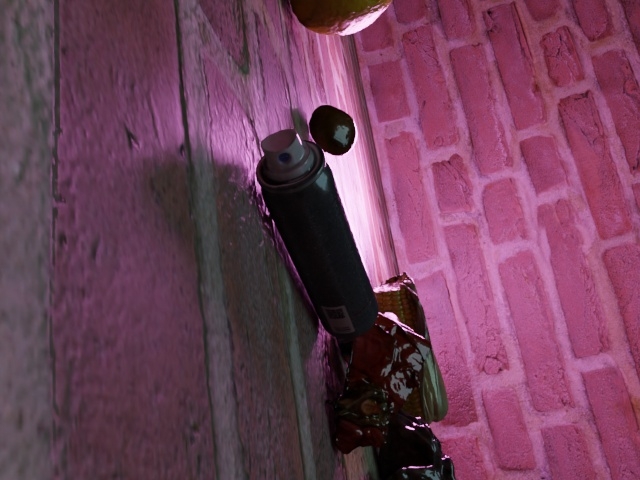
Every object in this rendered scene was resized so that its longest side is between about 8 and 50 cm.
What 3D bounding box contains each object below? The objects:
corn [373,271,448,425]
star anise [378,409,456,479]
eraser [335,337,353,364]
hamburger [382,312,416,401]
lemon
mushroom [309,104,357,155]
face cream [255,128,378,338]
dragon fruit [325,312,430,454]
[{"bbox_3d":[0.176,0.219,1.281,0.123,0.122,0.306,-3,79,-67],"label":"corn"},{"bbox_3d":[0.163,0.412,0.984,0.331,0.117,0.332,-17,90,-81],"label":"star anise"},{"bbox_3d":[0.041,0.148,0.864,0.099,0.027,0.019,68,6,-51],"label":"eraser"},{"bbox_3d":[0.120,0.203,1.102,0.138,0.083,0.147,-77,149,-69],"label":"hamburger"},{"bbox_3d":[0.034,-0.437,1.074,0.193,0.180,0.181,-35,115,-53],"label":"lemon"},{"bbox_3d":[0.023,-0.178,1.046,0.088,0.072,0.129,49,4,7],"label":"mushroom"},{"bbox_3d":[0.000,0.000,0.664,0.284,0.073,0.073,68,13,-47],"label":"face cream"},{"bbox_3d":[0.044,0.165,0.758,0.092,0.122,0.192,49,38,-15],"label":"dragon fruit"}]
